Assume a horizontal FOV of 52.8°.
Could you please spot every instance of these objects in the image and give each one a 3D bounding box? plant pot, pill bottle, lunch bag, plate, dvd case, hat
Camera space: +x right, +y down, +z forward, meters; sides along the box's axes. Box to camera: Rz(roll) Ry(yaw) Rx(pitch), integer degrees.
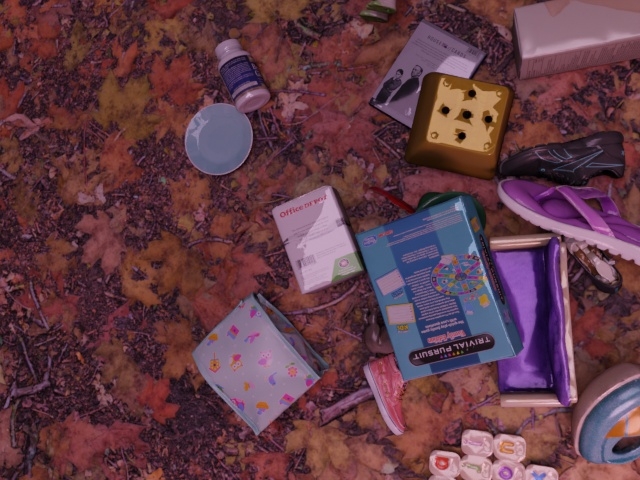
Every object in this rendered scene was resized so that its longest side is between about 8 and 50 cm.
[{"bbox_3d":[0.309,-0.261,1.408,0.213,0.187,0.212,13,93,7],"label":"plant pot"},{"bbox_3d":[-0.200,-0.415,1.619,0.094,0.094,0.169,-28,80,11],"label":"pill bottle"},{"bbox_3d":[-0.148,0.283,1.528,0.223,0.160,0.262,-44,83,9],"label":"lunch bag"},{"bbox_3d":[-0.259,-0.259,1.660,0.188,0.024,0.188,-1,86,15],"label":"plate"},{"bbox_3d":[0.252,-0.382,1.533,0.179,0.029,0.238,35,94,14],"label":"dvd case"},{"bbox_3d":[0.262,-0.084,1.513,0.209,0.183,0.173,33,111,-28],"label":"hat"}]

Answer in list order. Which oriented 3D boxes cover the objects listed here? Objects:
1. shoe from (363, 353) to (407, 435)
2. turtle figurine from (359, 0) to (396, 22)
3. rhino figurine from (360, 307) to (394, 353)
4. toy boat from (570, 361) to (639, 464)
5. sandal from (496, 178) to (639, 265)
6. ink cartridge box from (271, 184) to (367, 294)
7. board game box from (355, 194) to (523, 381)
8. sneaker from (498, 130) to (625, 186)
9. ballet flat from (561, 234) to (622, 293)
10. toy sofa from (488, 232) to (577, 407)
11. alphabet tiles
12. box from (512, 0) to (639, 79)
[{"bbox_3d":[0.171,0.353,1.486,0.081,0.063,0.177,-29,76,16],"label":"shoe"},{"bbox_3d":[0.123,-0.669,1.505,0.198,0.275,0.266,15,95,49],"label":"turtle figurine"},{"bbox_3d":[0.209,0.209,1.483,0.244,0.073,0.106,0,82,13],"label":"rhino figurine"},{"bbox_3d":[0.667,0.346,1.283,0.319,0.267,0.148,-12,40,-5],"label":"toy boat"},{"bbox_3d":[0.579,-0.061,1.356,0.417,0.169,0.102,23,120,4],"label":"sandal"},{"bbox_3d":[0.000,0.000,1.539,0.160,0.092,0.219,-22,81,12],"label":"ink cartridge box"},{"bbox_3d":[0.246,0.103,1.363,0.254,0.079,0.335,-20,85,30],"label":"board game box"},{"bbox_3d":[0.530,-0.165,1.411,0.268,0.101,0.106,-10,86,14],"label":"sneaker"},{"bbox_3d":[0.583,0.027,1.400,0.074,0.074,0.203,-36,78,10],"label":"ballet flat"},{"bbox_3d":[0.444,0.168,1.372,0.150,0.177,0.362,-4,86,14],"label":"toy sofa"},{"bbox_3d":[0.380,0.571,1.440,0.278,0.021,0.283,3,87,14],"label":"alphabet tiles"},{"bbox_3d":[0.582,-0.452,1.394,0.312,0.148,0.121,-7,83,13],"label":"box"}]
